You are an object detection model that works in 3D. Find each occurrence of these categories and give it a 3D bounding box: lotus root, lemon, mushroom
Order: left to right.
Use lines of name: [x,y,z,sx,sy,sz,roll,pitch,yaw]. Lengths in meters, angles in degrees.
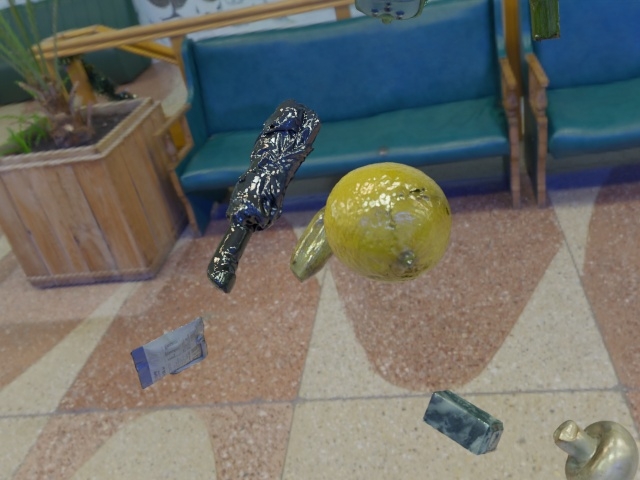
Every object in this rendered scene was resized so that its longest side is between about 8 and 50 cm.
lotus root: [0.000,0.000,1.697,0.110,0.097,0.258,36,89,14]
lemon: [0.121,-0.038,1.143,0.253,0.229,0.228,27,49,37]
mushroom: [0.674,0.532,1.492,0.204,0.204,0.204,-10,31,6]

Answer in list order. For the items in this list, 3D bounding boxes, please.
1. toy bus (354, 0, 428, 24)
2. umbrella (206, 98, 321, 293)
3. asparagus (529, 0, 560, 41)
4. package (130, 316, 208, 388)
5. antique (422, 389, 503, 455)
toy bus: [0.151,-0.593,1.174,0.183,0.343,0.200,7,74,5]
umbrella: [-0.068,-0.057,0.649,0.070,0.071,0.248,9,58,32]
asparagus: [0.318,-0.377,0.854,0.045,0.179,0.041,-10,23,5]
package: [-0.337,0.258,1.356,0.173,0.171,0.027,-24,56,-25]
antique: [0.365,0.462,1.516,0.183,0.086,0.088,25,9,40]
